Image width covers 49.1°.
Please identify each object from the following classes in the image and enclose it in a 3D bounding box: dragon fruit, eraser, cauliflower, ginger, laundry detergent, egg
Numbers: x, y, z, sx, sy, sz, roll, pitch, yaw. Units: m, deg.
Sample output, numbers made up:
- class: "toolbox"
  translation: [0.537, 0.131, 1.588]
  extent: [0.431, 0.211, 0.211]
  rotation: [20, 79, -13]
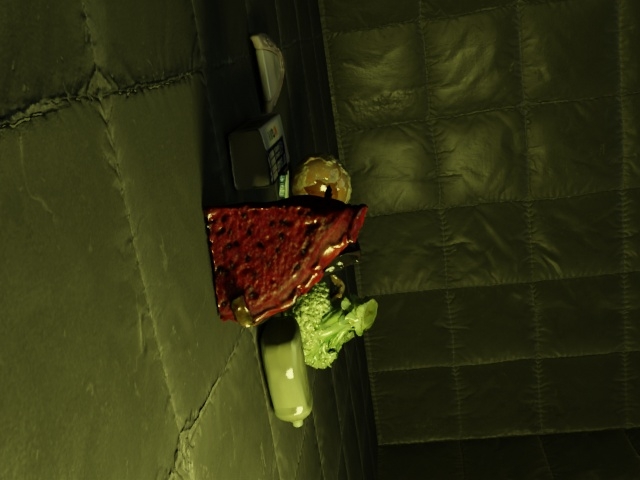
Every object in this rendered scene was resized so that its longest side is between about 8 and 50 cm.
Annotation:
- class: "dragon fruit"
  translation: [-0.069, -0.001, 1.260]
  extent: [0.240, 0.330, 0.302]
  rotation: [35, 47, -51]
- class: "eraser"
  translation: [-0.133, -0.205, 1.572]
  extent: [0.287, 0.086, 0.130]
  rotation: [-73, 155, -71]
- class: "cauliflower"
  translation: [0.029, 0.208, 1.839]
  extent: [0.275, 0.250, 0.272]
  rotation: [-57, 139, -71]
- class: "eraser"
  translation: [-0.132, -0.478, 1.893]
  extent: [0.243, 0.059, 0.204]
  rotation: [-74, 157, -60]
- class: "ginger"
  translation: [0.071, 0.239, 2.804]
  extent: [0.089, 0.075, 0.288]
  rotation: [-51, -155, 34]
- class: "laundry detergent"
  translation: [-0.072, 0.312, 1.596]
  extent: [0.181, 0.091, 0.253]
  rotation: [-93, 174, -67]
- class: "egg"
  translation: [0.002, -0.164, 2.165]
  extent: [0.195, 0.194, 0.233]
  rotation: [-88, 177, -48]

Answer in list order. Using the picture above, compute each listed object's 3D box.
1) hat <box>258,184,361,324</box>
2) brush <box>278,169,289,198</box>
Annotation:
- class: "hat"
  translation: [-0.067, 0.019, 1.494]
  extent: [0.336, 0.238, 0.209]
  rotation: [-31, 88, -42]
- class: "brush"
  translation: [-0.102, -0.114, 1.967]
  extent: [0.033, 0.030, 0.179]
  rotation: [-98, -172, -57]
